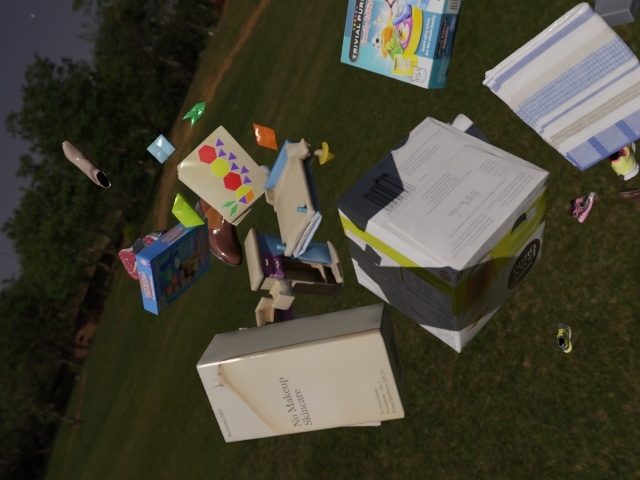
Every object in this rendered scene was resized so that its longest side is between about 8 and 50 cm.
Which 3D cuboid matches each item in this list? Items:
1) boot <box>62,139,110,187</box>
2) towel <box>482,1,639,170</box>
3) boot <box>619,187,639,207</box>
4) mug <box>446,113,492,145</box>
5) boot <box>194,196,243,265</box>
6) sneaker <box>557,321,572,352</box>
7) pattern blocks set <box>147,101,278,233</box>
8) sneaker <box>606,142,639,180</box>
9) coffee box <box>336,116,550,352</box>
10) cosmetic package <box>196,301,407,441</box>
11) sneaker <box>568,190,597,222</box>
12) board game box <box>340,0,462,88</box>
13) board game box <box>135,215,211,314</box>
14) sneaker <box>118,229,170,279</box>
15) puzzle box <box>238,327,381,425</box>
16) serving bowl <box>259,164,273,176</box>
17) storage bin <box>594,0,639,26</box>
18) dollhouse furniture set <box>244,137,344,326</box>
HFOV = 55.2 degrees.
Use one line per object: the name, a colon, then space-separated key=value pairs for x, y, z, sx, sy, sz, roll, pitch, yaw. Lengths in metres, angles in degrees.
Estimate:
boot: x=-0.513 y=-0.166 z=1.357 sx=0.087 sy=0.118 sz=0.042 roll=35 pitch=78 yaw=34
towel: x=0.455 y=-0.257 z=1.070 sx=0.209 sy=0.285 sz=0.034 roll=-36 pitch=28 yaw=41
boot: x=0.533 y=-0.030 z=1.003 sx=0.037 sy=0.106 sz=0.114 roll=-172 pitch=79 yaw=-67
mug: x=0.420 y=-0.227 z=2.052 sx=0.328 sy=0.276 sz=0.374 roll=-39 pitch=-12 yaw=10
boot: x=-0.260 y=-0.091 z=1.872 sx=0.280 sy=0.096 sz=0.264 roll=-44 pitch=62 yaw=42
sneaker: x=0.632 y=0.248 z=1.590 sx=0.031 sy=0.035 sz=0.083 roll=-34 pitch=40 yaw=39
pattern blocks set: x=-0.203 y=-0.137 z=1.333 sx=0.285 sy=0.325 sz=0.026 roll=-33 pitch=11 yaw=6
sneaker: x=0.925 y=-0.285 z=1.902 sx=0.081 sy=0.094 sz=0.209 roll=-39 pitch=29 yaw=34
coffee box: x=0.293 y=-0.016 z=1.443 sx=0.337 sy=0.338 sz=0.334 roll=-42 pitch=-37 yaw=-19
cosmetic package: x=-0.025 y=0.218 z=1.008 sx=0.113 sy=0.309 sz=0.160 roll=-66 pitch=-40 yaw=-68
sneaker: x=0.686 y=-0.095 z=1.611 sx=0.047 sy=0.057 sz=0.119 roll=-47 pitch=-22 yaw=-22
board game box: x=0.206 y=-0.569 z=1.627 sx=0.336 sy=0.079 sz=0.254 roll=31 pitch=123 yaw=41
board game box: x=-0.346 y=0.053 z=1.469 sx=0.210 sy=0.047 sz=0.160 roll=-45 pitch=-34 yaw=-48
sneaker: x=-0.612 y=0.050 z=2.158 sx=0.299 sy=0.121 sz=0.112 roll=-24 pitch=10 yaw=48
puzzle box: x=-0.033 y=0.391 z=1.736 sx=0.052 sy=0.408 sz=0.272 roll=121 pitch=151 yaw=-65
serving bowl: x=-0.153 y=-0.161 z=1.653 sx=0.027 sy=0.083 sz=0.083 roll=40 pitch=114 yaw=33
storage bin: x=0.865 y=-0.684 z=1.792 sx=0.135 sy=0.098 sz=0.091 roll=2 pitch=64 yaw=47
dollhouse furniture set: x=0.000 y=0.000 z=1.214 sx=0.287 sy=0.198 sz=0.303 roll=-105 pitch=33 yaw=-41
